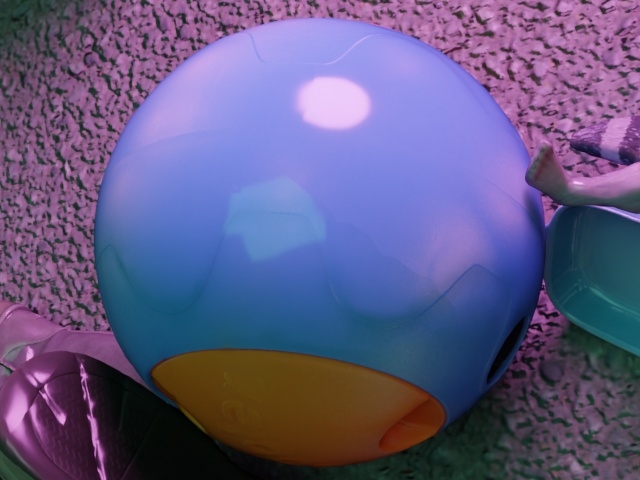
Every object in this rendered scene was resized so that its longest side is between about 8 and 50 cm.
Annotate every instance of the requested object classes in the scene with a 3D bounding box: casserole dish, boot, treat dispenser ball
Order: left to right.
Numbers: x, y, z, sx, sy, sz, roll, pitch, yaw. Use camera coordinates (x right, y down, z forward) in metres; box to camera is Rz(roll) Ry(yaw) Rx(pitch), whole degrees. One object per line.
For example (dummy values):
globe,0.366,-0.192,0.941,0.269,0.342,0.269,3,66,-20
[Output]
boot,-0.201,0.149,0.978,0.209,0.076,0.189,17,87,21
boot,-0.124,0.272,0.852,0.377,0.138,0.284,40,129,-10
treat dispenser ball,0.000,0.000,0.787,0.288,0.288,0.288,-6,75,24
casserole dish,0.227,0.030,0.783,0.188,0.114,0.037,26,50,29

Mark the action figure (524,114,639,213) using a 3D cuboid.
action figure,0.333,-0.081,0.739,0.330,0.178,0.341,23,54,15
